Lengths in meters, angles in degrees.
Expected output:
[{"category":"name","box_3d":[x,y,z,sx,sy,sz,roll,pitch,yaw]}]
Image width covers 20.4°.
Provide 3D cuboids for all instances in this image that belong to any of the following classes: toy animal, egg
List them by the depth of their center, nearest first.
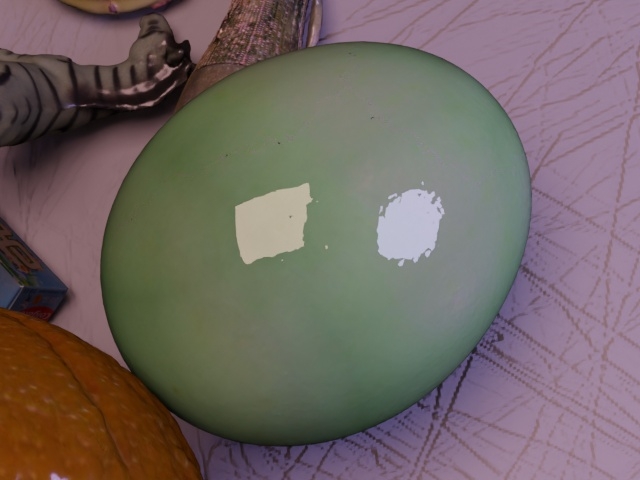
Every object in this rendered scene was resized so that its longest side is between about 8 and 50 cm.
[{"category":"egg","box_3d":[0.000,0.000,1.045,0.269,0.220,0.220,-32,63,-22]},{"category":"toy animal","box_3d":[-0.197,-0.098,1.186,0.176,0.217,0.073,6,110,31]}]

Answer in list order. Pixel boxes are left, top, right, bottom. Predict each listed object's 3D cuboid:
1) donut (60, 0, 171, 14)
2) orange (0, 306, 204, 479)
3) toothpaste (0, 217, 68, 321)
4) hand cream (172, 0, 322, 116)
[{"category":"donut","box_3d":[-0.123,-0.223,1.251,0.166,0.065,0.108,-41,65,-5]},{"category":"orange","box_3d":[-0.239,0.178,0.973,0.357,0.322,0.322,11,70,34]},{"category":"toothpaste","box_3d":[-0.257,-0.014,1.189,0.193,0.070,0.044,43,106,25]},{"category":"hand cream","box_3d":[-0.038,-0.142,1.200,0.084,0.084,0.203,6,61,15]}]
